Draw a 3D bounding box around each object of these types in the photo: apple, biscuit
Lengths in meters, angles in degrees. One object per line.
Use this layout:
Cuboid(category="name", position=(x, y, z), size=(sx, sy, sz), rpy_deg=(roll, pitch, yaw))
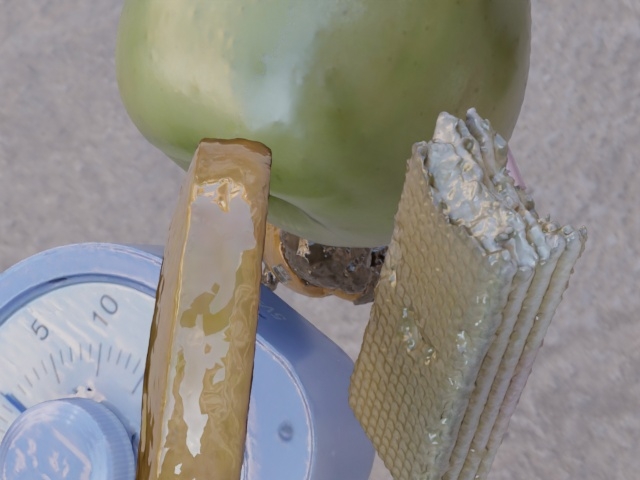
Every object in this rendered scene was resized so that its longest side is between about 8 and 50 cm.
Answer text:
Cuboid(category="apple", position=(0.015, -0.169, 1.166), size=(0.357, 0.357, 0.357), rpy_deg=(-13, 60, 23))
Cuboid(category="biscuit", position=(0.075, 0.048, 0.810), size=(0.062, 0.239, 0.108), rpy_deg=(-13, 48, -27))
Cuboid(category="biscuit", position=(-0.066, 0.107, 0.690), size=(0.052, 0.355, 0.275), rpy_deg=(6, 50, -3))

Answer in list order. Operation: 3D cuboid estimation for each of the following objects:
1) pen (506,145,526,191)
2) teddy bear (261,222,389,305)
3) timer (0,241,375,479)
Cuboid(category="pen", position=(0.236, -0.104, 1.841), size=(0.053, 0.032, 0.197), rpy_deg=(-33, 74, 61))
Cuboid(category="teddy bear", position=(0.000, 0.000, 1.488), size=(0.140, 0.190, 0.177), rpy_deg=(-34, 91, -12))
Cuboid(category="timer", position=(-0.178, 0.174, 1.122), size=(0.395, 0.173, 0.395), rpy_deg=(-1, 88, 27))
